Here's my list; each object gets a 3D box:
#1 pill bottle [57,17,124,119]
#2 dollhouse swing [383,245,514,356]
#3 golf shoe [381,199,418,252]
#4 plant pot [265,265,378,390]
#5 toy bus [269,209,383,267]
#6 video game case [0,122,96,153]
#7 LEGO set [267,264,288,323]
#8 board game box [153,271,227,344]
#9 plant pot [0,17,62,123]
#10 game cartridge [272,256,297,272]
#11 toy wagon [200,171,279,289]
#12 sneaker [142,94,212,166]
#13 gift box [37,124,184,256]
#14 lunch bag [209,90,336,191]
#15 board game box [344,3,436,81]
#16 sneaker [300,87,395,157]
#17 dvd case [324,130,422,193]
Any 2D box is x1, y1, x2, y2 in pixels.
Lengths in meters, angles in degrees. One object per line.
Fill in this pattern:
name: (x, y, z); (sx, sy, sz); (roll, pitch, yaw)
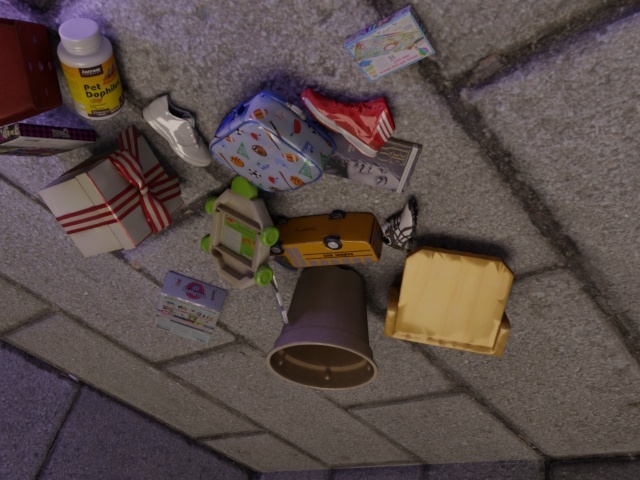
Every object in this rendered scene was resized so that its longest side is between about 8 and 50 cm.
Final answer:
pill bottle: (-0.524, -0.389, 1.335); (0.117, 0.117, 0.215); (12, 144, 4)
dollhouse swing: (0.385, 0.149, 1.754); (0.347, 0.315, 0.305); (9, 103, 8)
golf shoe: (0.213, -0.036, 1.581); (0.094, 0.077, 0.198); (10, 142, 6)
plant pot: (0.019, 0.258, 1.822); (0.334, 0.305, 0.334); (5, 144, 3)
toy bus: (0.000, 0.000, 1.674); (0.333, 0.108, 0.130); (-5, 141, 24)
video game case: (-0.748, -0.258, 1.526); (0.210, 0.041, 0.232); (-8, -178, 28)
LEGO set: (-0.168, 0.120, 1.747); (0.060, 0.244, 0.182); (-20, 121, -10)
board game box: (-0.491, 0.259, 2.185); (0.224, 0.097, 0.303); (20, 144, -9)
plant pot: (-0.724, -0.367, 1.275); (0.236, 0.267, 0.267); (-5, 107, -3)
game cartridge: (-0.106, 0.066, 1.837); (0.083, 0.056, 0.017); (26, 149, -15)
toy wagon: (-0.219, -0.039, 1.626); (0.267, 0.068, 0.344); (27, 116, 37)
sneaker: (-0.337, -0.273, 1.466); (0.094, 0.080, 0.212); (-28, 126, 28)
gift box: (-0.539, -0.137, 1.570); (0.258, 0.276, 0.255); (-10, 124, 34)
lunch bag: (-0.119, -0.226, 1.366); (0.243, 0.115, 0.303); (36, 156, -23)
board game box: (0.140, -0.393, 1.182); (0.154, 0.026, 0.103); (-17, 133, 35)
sneaker: (0.074, -0.297, 1.311); (0.221, 0.087, 0.128); (34, 118, -17)
dvd case: (0.122, -0.199, 1.448); (0.221, 0.018, 0.164); (14, 143, 0)
